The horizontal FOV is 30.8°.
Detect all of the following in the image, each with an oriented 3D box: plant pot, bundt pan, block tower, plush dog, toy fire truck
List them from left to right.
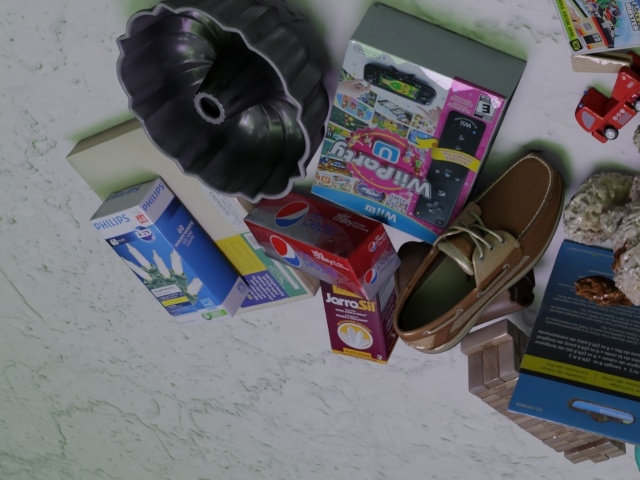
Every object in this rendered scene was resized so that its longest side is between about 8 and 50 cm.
[{"bbox_3d":[-0.124,-0.219,1.650,0.330,0.124,0.331,23,140,21],"label":"bundt pan"},{"bbox_3d":[0.223,0.061,1.746,0.165,0.167,0.167,-17,122,32],"label":"plant pot"},{"bbox_3d":[0.354,0.247,1.826,0.091,0.097,0.335,-27,131,33],"label":"block tower"},{"bbox_3d":[0.364,-0.217,1.455,0.135,0.047,0.192,34,140,-6],"label":"toy fire truck"},{"bbox_3d":[0.440,-0.009,1.489,0.210,0.225,0.262,33,139,-4],"label":"plush dog"}]

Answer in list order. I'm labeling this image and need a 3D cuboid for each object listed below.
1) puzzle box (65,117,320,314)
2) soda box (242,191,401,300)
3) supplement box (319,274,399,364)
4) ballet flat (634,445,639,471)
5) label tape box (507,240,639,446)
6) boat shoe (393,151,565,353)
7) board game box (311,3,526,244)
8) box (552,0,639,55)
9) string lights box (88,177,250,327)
[{"bbox_3d":[-0.211,-0.036,1.965,0.272,0.052,0.409,-15,124,39],"label":"puzzle box"},{"bbox_3d":[0.000,0.000,1.782,0.263,0.083,0.092,21,148,48],"label":"soda box"},{"bbox_3d":[0.068,0.109,1.934,0.104,0.081,0.188,10,136,21],"label":"supplement box"},{"bbox_3d":[0.617,0.333,1.859,0.247,0.083,0.087,-11,112,35],"label":"ballet flat"},{"bbox_3d":[0.410,0.170,1.607,0.240,0.334,0.106,13,137,18],"label":"label tape box"},{"bbox_3d":[0.216,0.022,1.605,0.122,0.324,0.120,38,-171,26],"label":"boat shoe"},{"bbox_3d":[0.128,-0.153,1.621,0.224,0.097,0.303,23,140,7],"label":"board game box"},{"bbox_3d":[0.301,-0.309,1.282,0.114,0.036,0.207,-1,125,44],"label":"box"},{"bbox_3d":[-0.251,0.025,1.952,0.133,0.077,0.260,-14,124,41],"label":"string lights box"}]
